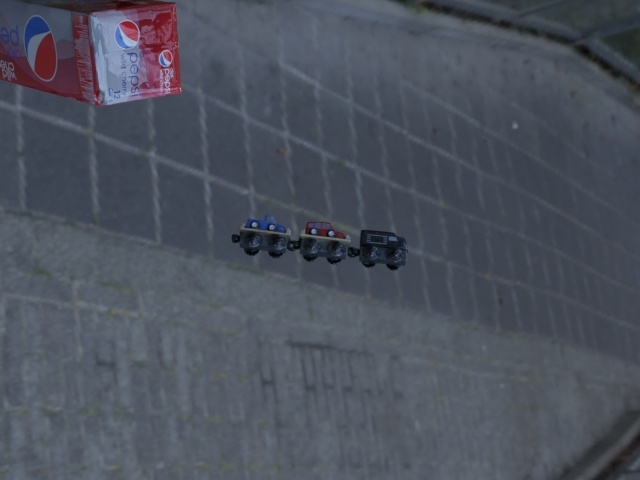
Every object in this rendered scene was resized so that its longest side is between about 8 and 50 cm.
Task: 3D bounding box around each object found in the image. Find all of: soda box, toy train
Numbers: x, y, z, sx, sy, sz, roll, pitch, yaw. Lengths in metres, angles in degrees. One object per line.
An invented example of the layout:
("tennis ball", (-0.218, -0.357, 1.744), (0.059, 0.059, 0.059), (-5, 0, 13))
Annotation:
("soda box", (-0.242, -0.189, 1.076), (0.092, 0.263, 0.083), (-17, 115, -39))
("toy train", (0.000, 0.000, 1.026), (0.027, 0.158, 0.036), (99, -4, -65))
